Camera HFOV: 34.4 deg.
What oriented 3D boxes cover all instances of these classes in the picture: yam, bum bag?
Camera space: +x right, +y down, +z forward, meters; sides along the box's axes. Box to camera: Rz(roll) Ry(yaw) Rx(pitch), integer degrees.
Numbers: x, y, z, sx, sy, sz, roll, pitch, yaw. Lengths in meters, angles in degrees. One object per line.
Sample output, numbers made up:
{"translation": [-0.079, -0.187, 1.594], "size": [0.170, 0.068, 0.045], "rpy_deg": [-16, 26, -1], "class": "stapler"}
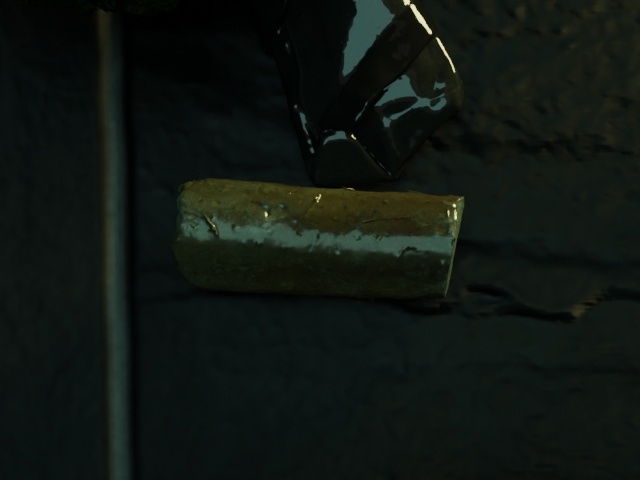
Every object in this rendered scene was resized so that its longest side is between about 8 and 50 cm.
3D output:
{"translation": [0.000, 0.000, 0.481], "size": [0.132, 0.054, 0.054], "rpy_deg": [3, 81, 4], "class": "yam"}
{"translation": [0.004, -0.122, 0.501], "size": [0.087, 0.049, 0.197], "rpy_deg": [-21, 81, 6], "class": "bum bag"}

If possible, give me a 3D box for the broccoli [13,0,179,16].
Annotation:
{"translation": [-0.107, -0.224, 0.430], "size": [0.295, 0.245, 0.265], "rpy_deg": [-27, 120, 17], "class": "broccoli"}
